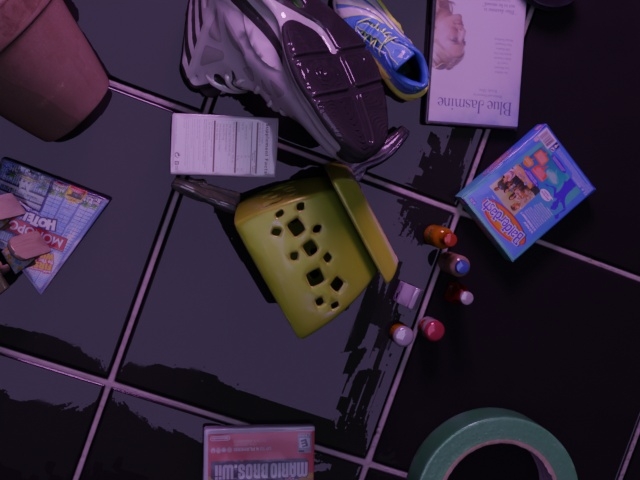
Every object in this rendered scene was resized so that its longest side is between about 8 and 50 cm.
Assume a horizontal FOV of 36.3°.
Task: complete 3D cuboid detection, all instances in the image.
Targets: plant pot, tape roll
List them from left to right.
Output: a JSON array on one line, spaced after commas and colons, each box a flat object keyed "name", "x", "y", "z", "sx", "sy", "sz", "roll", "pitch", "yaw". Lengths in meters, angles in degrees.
[{"name": "plant pot", "x": -0.465, "y": -0.288, "z": 1.561, "sx": 0.263, "sy": 0.263, "sz": 0.229, "roll": -45, "pitch": 118, "yaw": -3}, {"name": "plant pot", "x": 0.000, "y": 0.000, "z": 1.644, "sx": 0.207, "sy": 0.227, "sz": 0.228, "roll": -27, "pitch": 102, "yaw": 3}, {"name": "tape roll", "x": 0.322, "y": 0.479, "z": 1.836, "sx": 0.321, "sy": 0.077, "sz": 0.321, "roll": -1, "pitch": 95, "yaw": -9}]

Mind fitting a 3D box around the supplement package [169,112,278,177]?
[{"name": "supplement package", "x": -0.168, "y": -0.163, "z": 1.678, "sx": 0.179, "sy": 0.105, "sz": 0.105, "roll": 2, "pitch": 95, "yaw": -10}]

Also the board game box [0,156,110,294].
[{"name": "board game box", "x": -0.485, "y": -0.017, "z": 1.660, "sx": 0.194, "sy": 0.060, "sz": 0.194, "roll": 22, "pitch": 90, "yaw": -11}]

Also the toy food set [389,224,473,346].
[{"name": "toy food set", "x": 0.208, "y": 0.095, "z": 1.766, "sx": 0.111, "sy": 0.104, "sz": 0.232, "roll": 23, "pitch": 91, "yaw": -11}]

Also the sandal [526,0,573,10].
[{"name": "sandal", "x": 0.366, "y": -0.512, "z": 1.753, "sx": 0.254, "sy": 0.054, "sz": 0.097, "roll": 43, "pitch": 71, "yaw": -10}]

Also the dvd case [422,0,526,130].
[{"name": "dvd case", "x": 0.281, "y": -0.332, "z": 1.783, "sx": 0.180, "sy": 0.022, "sz": 0.253, "roll": 2, "pitch": 95, "yaw": -10}]

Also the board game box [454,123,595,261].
[{"name": "board game box", "x": 0.379, "y": -0.088, "z": 1.809, "sx": 0.210, "sy": 0.047, "sz": 0.160, "roll": -40, "pitch": 101, "yaw": -5}]

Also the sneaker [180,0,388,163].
[{"name": "sneaker", "x": -0.073, "y": -0.272, "z": 1.600, "sx": 0.169, "sy": 0.257, "sz": 0.448, "roll": -18, "pitch": 71, "yaw": -41}]

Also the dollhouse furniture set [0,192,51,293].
[{"name": "dollhouse furniture set", "x": -0.603, "y": 0.000, "z": 1.555, "sx": 0.212, "sy": 0.161, "sz": 0.242, "roll": -36, "pitch": 88, "yaw": 18}]

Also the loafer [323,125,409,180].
[{"name": "loafer", "x": 0.083, "y": -0.157, "z": 1.746, "sx": 0.170, "sy": 0.062, "sz": 0.061, "roll": -38, "pitch": 97, "yaw": -5}]

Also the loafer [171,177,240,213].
[{"name": "loafer", "x": -0.200, "y": -0.087, "z": 1.716, "sx": 0.125, "sy": 0.045, "sz": 0.039, "roll": 23, "pitch": 74, "yaw": -18}]

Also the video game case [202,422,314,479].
[{"name": "video game case", "x": -0.114, "y": 0.478, "z": 1.786, "sx": 0.204, "sy": 0.025, "sz": 0.285, "roll": 0, "pitch": 95, "yaw": -10}]

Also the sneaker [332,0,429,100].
[{"name": "sneaker", "x": 0.118, "y": -0.351, "z": 1.700, "sx": 0.091, "sy": 0.126, "sz": 0.240, "roll": -42, "pitch": 101, "yaw": -4}]
